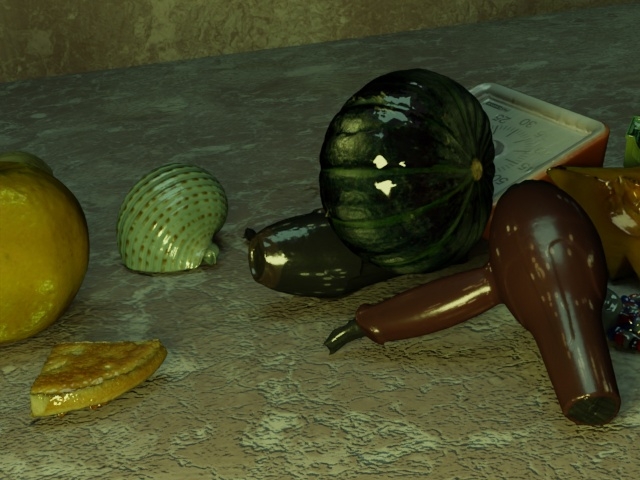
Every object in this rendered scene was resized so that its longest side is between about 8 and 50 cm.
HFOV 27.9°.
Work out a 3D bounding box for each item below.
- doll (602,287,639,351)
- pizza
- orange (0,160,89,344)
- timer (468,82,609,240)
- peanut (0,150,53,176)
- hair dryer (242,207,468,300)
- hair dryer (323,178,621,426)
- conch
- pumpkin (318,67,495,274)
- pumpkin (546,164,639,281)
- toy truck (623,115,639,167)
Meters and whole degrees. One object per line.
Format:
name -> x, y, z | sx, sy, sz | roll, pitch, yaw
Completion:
doll -> 0.310, 0.082, 1.463 | 0.195, 0.062, 0.104 | 9, 68, 26
pizza -> -0.260, 0.153, 1.465 | 0.175, 0.046, 0.134 | -17, 23, -26
orange -> -0.431, 0.014, 1.645 | 0.279, 0.235, 0.279 | 7, 15, -2
timer -> 0.223, -0.094, 1.781 | 0.250, 0.161, 0.257 | -17, 30, -33
peanut -> -0.490, -0.058, 1.989 | 0.148, 0.147, 0.319 | -3, 17, 10
hair dryer -> 0.000, 0.000, 1.770 | 0.304, 0.120, 0.359 | -7, 9, -27
hair dryer -> 0.154, 0.099, 1.406 | 0.340, 0.123, 0.312 | -22, 42, 20
conch -> -0.212, -0.041, 1.863 | 0.172, 0.131, 0.200 | -14, 20, -22
pumpkin -> 0.103, -0.085, 1.558 | 0.250, 0.250, 0.216 | -21, 18, -34
pumpkin -> 0.420, -0.021, 1.626 | 0.149, 0.130, 0.254 | -15, 23, -41
toy truck -> 0.561, -0.105, 1.809 | 0.260, 0.135, 0.128 | 7, 23, 16
